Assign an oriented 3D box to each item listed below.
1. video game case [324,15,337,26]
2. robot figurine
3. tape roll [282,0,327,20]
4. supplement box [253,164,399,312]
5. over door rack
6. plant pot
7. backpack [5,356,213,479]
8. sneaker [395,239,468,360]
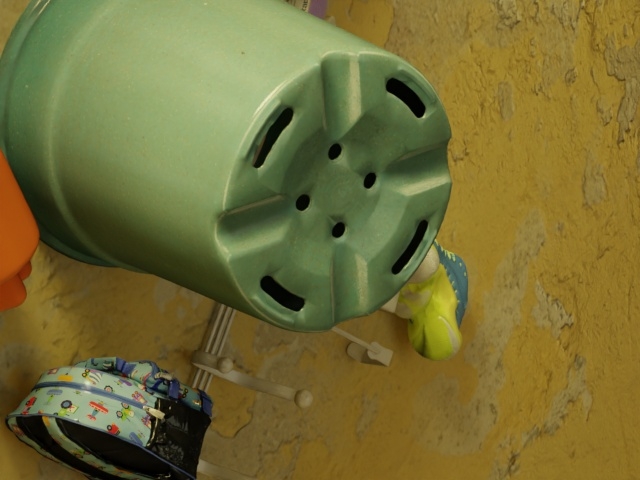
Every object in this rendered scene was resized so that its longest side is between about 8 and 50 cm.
[{"bbox_3d":[0.003,-0.165,1.772,0.143,0.019,0.157,-50,130,-53],"label":"video game case"},{"bbox_3d":[-0.326,-0.034,1.329,0.158,0.128,0.219,-46,130,-36],"label":"robot figurine"},{"bbox_3d":[-0.079,-0.275,1.634,0.189,0.080,0.189,-15,109,-50],"label":"tape roll"},{"bbox_3d":[0.000,0.000,1.760,0.220,0.114,0.111,26,76,-49],"label":"supplement box"},{"bbox_3d":[-0.029,0.188,1.765,0.324,0.108,0.239,35,71,-49],"label":"over door rack"},{"bbox_3d":[-0.077,-0.088,1.402,0.341,0.334,0.341,-15,116,-34],"label":"plant pot"},{"bbox_3d":[-0.214,0.173,1.501,0.173,0.158,0.117,33,62,-37],"label":"backpack"},{"bbox_3d":[0.130,0.034,1.972,0.126,0.091,0.240,-62,141,-51],"label":"sneaker"}]
